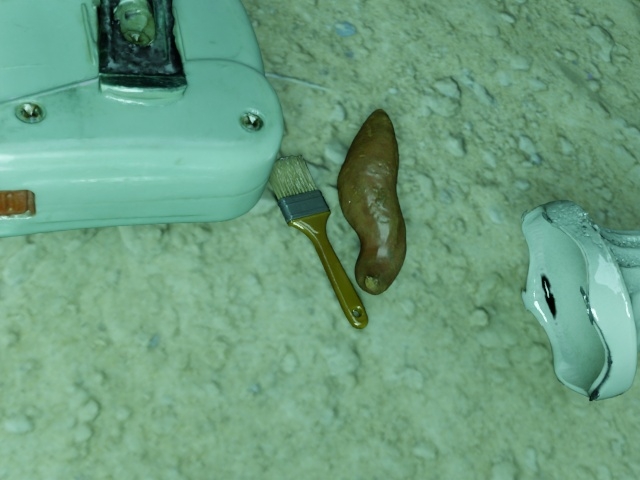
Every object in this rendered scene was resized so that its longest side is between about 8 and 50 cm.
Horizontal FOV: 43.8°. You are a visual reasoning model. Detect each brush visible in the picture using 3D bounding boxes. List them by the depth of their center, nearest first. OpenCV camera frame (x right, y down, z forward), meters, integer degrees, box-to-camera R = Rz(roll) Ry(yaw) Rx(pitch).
[{"bbox_3d":[0.000,0.000,0.675,0.043,0.014,0.169,-15,66,-26],"label":"brush"}]

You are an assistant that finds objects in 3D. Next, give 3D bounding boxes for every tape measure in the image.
[{"bbox_3d":[-0.161,-0.117,0.621,0.243,0.125,0.246,-4,61,-22],"label":"tape measure"}]

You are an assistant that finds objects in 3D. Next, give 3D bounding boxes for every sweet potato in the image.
[{"bbox_3d":[0.044,-0.039,0.692,0.058,0.055,0.202,-4,59,9],"label":"sweet potato"}]

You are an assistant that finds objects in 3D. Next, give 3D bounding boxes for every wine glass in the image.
[{"bbox_3d":[0.275,0.030,0.636,0.197,0.165,0.164,-13,63,-4],"label":"wine glass"}]
